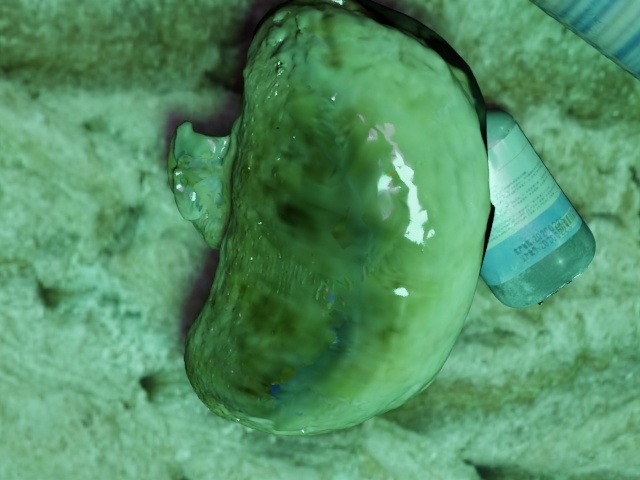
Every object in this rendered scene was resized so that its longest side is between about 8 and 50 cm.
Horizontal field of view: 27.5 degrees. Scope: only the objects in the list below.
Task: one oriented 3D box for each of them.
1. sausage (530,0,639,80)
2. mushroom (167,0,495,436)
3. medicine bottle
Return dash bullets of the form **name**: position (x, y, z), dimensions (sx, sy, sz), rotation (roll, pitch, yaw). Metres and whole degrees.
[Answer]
- **sausage**: position (0.307, -0.171, 0.847), dimensions (0.287, 0.233, 0.233), rotation (36, 100, 1)
- **mushroom**: position (0.000, 0.002, 0.921), dimensions (0.248, 0.130, 0.344), rotation (21, 111, -6)
- **medicine bottle**: position (0.122, -0.047, 0.988), dimensions (0.090, 0.053, 0.208), rotation (-35, 106, 6)
